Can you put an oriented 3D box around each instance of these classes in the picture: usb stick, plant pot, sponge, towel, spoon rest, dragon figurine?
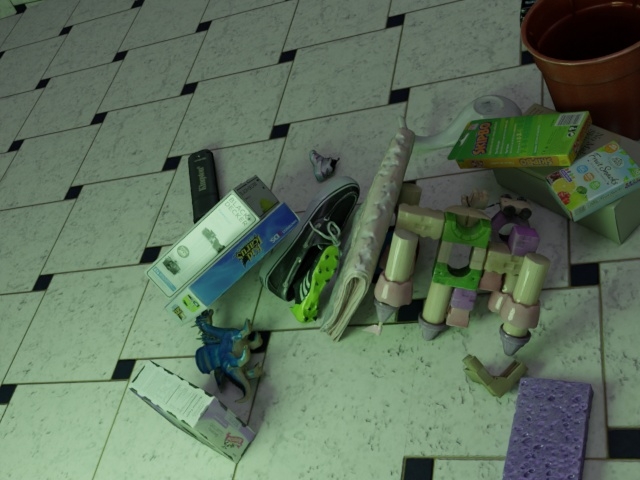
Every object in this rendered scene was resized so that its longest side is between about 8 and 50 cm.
[{"bbox_3d":[-0.301,-0.138,1.993,0.077,0.045,0.278,-24,44,9],"label":"usb stick"},{"bbox_3d":[0.564,-0.343,1.541,0.272,0.265,0.272,-16,46,17],"label":"plant pot"},{"bbox_3d":[0.362,0.320,1.229,0.117,0.031,0.210,0,53,29],"label":"sponge"},{"bbox_3d":[0.085,-0.005,1.482,0.053,0.317,0.332,20,60,-2],"label":"towel"},{"bbox_3d":[0.319,-0.264,1.756,0.276,0.084,0.137,-9,48,4],"label":"spoon rest"},{"bbox_3d":[-0.195,0.246,1.561,0.144,0.085,0.289,-23,40,13],"label":"dragon figurine"}]

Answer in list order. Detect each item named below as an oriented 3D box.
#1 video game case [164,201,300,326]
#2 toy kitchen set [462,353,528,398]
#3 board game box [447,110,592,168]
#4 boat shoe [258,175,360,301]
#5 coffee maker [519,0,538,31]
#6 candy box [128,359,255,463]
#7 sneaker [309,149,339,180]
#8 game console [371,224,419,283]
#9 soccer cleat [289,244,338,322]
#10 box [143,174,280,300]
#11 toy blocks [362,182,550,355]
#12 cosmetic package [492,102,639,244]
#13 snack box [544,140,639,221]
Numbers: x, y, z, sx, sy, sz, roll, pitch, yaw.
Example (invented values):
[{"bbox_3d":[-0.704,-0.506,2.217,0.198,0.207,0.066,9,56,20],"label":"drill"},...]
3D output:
[{"bbox_3d":[-0.185,0.054,1.596,0.269,0.061,0.244,-43,5,-25],"label":"video game case"},{"bbox_3d":[0.295,0.216,1.338,0.075,0.083,0.068,-42,3,-11],"label":"toy kitchen set"},{"bbox_3d":[0.380,-0.193,1.499,0.259,0.039,0.124,5,50,41],"label":"board game box"},{"bbox_3d":[-0.002,-0.002,1.660,0.306,0.113,0.105,-47,50,-12],"label":"boat shoe"},{"bbox_3d":[0.573,-0.536,1.833,0.178,0.120,0.171,-1,28,27],"label":"coffee maker"},{"bbox_3d":[-0.243,0.324,1.462,0.196,0.165,0.070,18,63,38],"label":"candy box"},{"bbox_3d":[0.013,-0.192,1.877,0.069,0.038,0.098,-22,54,8],"label":"sneaker"},{"bbox_3d":[0.150,0.001,1.597,0.085,0.124,0.144,2,48,-3],"label":"game console"},{"bbox_3d":[-0.018,0.083,1.578,0.072,0.060,0.179,36,111,43],"label":"soccer cleat"},{"bbox_3d":[-0.235,-0.008,1.694,0.290,0.087,0.169,-41,3,18],"label":"box"},{"bbox_3d":[0.241,0.073,1.414,0.288,0.260,0.309,10,26,1],"label":"toy blocks"},{"bbox_3d":[0.497,-0.138,1.505,0.160,0.113,0.309,-44,44,-12],"label":"cosmetic package"},{"bbox_3d":[0.487,-0.106,1.375,0.141,0.037,0.100,-28,45,7],"label":"snack box"}]
